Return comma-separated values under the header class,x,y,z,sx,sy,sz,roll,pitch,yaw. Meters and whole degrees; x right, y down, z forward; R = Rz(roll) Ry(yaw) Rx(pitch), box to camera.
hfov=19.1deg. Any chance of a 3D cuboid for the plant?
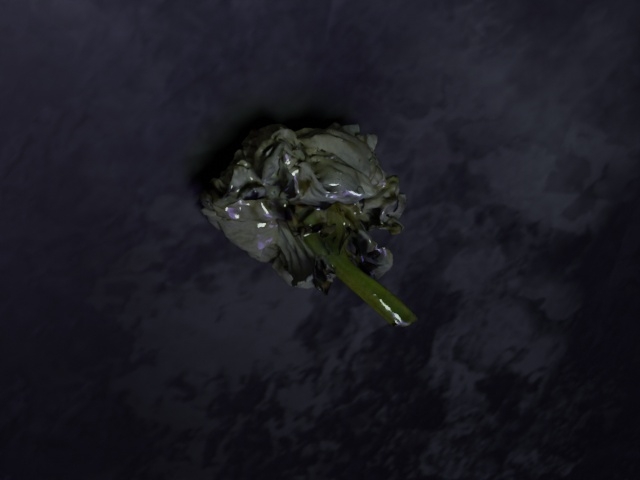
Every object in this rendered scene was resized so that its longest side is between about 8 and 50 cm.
class,x,y,z,sx,sy,sz,roll,pitch,yaw
plant,0.000,0.000,1.018,0.116,0.122,0.104,4,136,-48
